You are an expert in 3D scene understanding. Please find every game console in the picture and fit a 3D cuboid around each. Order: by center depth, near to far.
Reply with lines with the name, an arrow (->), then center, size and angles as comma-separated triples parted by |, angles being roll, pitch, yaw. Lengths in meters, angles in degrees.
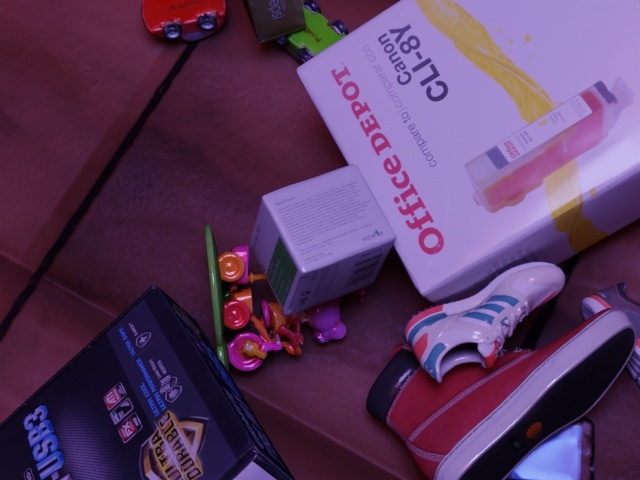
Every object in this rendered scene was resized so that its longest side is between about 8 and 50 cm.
game console -> 0.199, 0.219, 1.074 | 0.122, 0.107, 0.071 | 2, 109, 8

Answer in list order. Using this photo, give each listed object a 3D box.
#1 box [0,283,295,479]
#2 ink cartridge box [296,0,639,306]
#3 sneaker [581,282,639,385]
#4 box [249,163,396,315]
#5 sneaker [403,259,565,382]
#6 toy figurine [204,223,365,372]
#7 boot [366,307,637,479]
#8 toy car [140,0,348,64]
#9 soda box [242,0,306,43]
box -> -0.195, 0.219, 1.021 | 0.293, 0.073, 0.295 | -41, 36, 0
ink cartridge box -> 0.212, -0.137, 1.111 | 0.384, 0.160, 0.279 | -31, 69, 10
sneaker -> 0.329, 0.102, 1.115 | 0.065, 0.061, 0.158 | -34, 70, -14
box -> 0.000, 0.000, 1.063 | 0.102, 0.101, 0.087 | -20, 68, -20
sneaker -> 0.161, 0.080, 1.050 | 0.161, 0.057, 0.075 | -24, 46, 0
toy figurine -> -0.031, 0.062, 1.152 | 0.159, 0.130, 0.173 | -5, 90, -6
boot -> 0.166, 0.117, 1.096 | 0.244, 0.088, 0.176 | -37, 45, -7
toy car -> -0.054, -0.263, 1.301 | 0.239, 0.053, 0.225 | -44, 71, -10
soda box -> -0.058, -0.281, 1.180 | 0.058, 0.181, 0.061 | -21, 69, -2
